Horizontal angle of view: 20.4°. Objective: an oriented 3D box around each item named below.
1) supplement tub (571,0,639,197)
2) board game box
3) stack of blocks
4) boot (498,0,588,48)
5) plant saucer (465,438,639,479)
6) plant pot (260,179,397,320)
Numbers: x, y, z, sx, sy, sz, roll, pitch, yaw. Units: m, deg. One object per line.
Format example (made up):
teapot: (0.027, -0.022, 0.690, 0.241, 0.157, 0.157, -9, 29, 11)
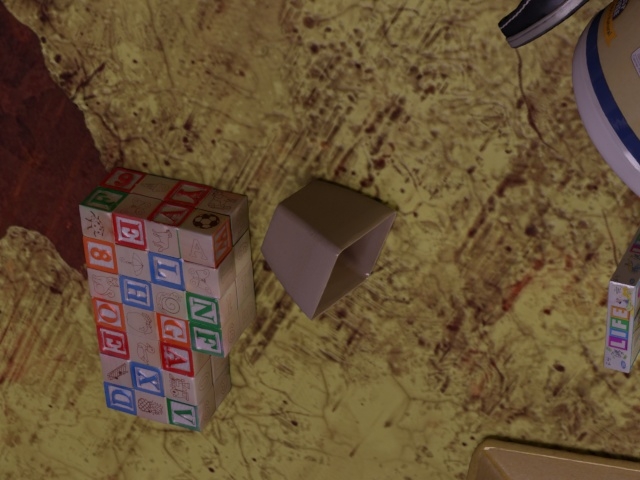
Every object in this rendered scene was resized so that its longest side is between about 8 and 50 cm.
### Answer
supplement tub: (0.388, -0.175, 1.474, 0.228, 0.228, 0.316, 44, 132, -6)
board game box: (0.312, 0.041, 1.724, 0.026, 0.154, 0.103, 13, 128, 21)
stack of blocks: (-0.169, 0.076, 2.063, 0.171, 0.087, 0.297, 13, 128, 21)
boot: (0.201, -0.301, 1.587, 0.178, 0.085, 0.236, 44, 126, -3)
plant saucer: (0.301, 0.406, 1.941, 0.333, 0.332, 0.081, 6, 163, 26)
plant pot: (0.000, 0.000, 1.908, 0.096, 0.109, 0.109, 37, 134, 17)
